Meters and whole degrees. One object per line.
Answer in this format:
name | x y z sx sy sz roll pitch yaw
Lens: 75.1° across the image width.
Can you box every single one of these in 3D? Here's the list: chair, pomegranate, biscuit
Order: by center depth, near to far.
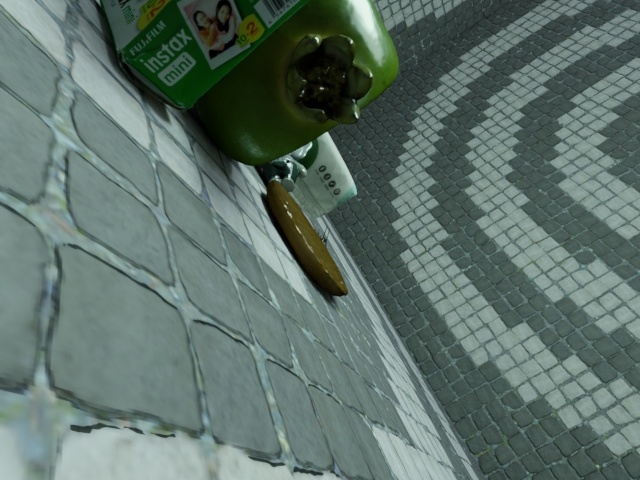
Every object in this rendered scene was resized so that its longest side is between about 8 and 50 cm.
pomegranate | -0.044 -0.257 0.584 0.215 0.310 0.358 61 -3 -22
biscuit | -0.028 0.001 0.803 0.261 0.037 0.262 57 4 -7
chair | -0.002 0.001 1.117 0.037 0.042 0.086 48 46 -58

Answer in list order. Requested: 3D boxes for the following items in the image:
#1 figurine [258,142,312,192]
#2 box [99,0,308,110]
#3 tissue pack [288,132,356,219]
figurine | -0.091 -0.193 0.940 0.126 0.148 0.192 81 3 -52
box | -0.117 -0.279 0.454 0.103 0.250 0.180 40 15 -53
tissue pack | -0.070 -0.272 1.207 0.356 0.194 0.266 53 5 -45
